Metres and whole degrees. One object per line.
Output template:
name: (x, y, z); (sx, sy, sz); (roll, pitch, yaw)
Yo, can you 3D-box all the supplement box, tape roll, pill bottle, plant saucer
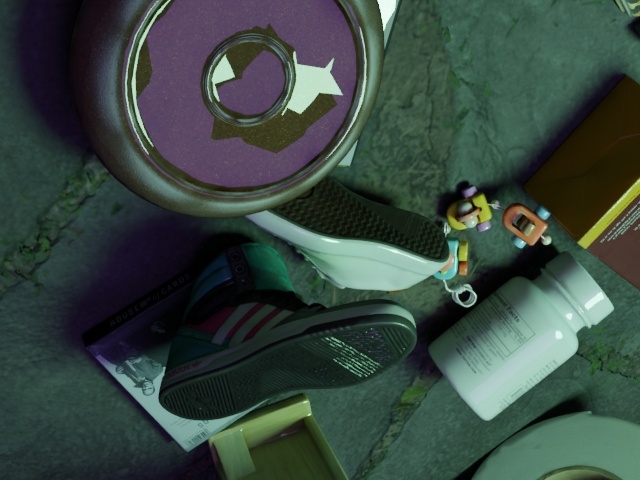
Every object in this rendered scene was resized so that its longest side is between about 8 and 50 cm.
supplement box: (0.404, -0.063, 1.251); (0.194, 0.129, 0.191); (30, 108, -39)
tape roll: (0.388, 0.443, 1.458); (0.392, 0.392, 0.072); (-37, 133, 3)
pill bottle: (0.270, 0.124, 1.325); (0.229, 0.131, 0.131); (-39, 132, 6)
plant saucer: (-0.073, -0.154, 0.917); (0.310, 0.050, 0.311); (-10, 119, -18)

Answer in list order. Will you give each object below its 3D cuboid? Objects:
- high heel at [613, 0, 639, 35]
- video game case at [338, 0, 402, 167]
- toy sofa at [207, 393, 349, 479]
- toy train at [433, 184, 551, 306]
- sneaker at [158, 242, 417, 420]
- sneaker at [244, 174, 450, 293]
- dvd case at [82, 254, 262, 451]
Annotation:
high heel: (0.396, -0.312, 1.054); (0.186, 0.093, 0.261); (-34, 150, 23)
video game case: (-0.046, -0.204, 0.972); (0.248, 0.035, 0.275); (1, 121, -27)
toy sofa: (-0.012, 0.378, 1.223); (0.150, 0.362, 0.177); (-20, 125, -13)
toy train: (0.198, 0.005, 1.214); (0.125, 0.046, 0.166); (40, 108, -1)
sneaker: (-0.037, 0.076, 1.064); (0.295, 0.178, 0.124); (-18, 137, 22)
sneaker: (0.000, 0.000, 1.113); (0.290, 0.106, 0.123); (23, 136, -26)
dvd case: (-0.148, 0.144, 1.197); (0.179, 0.029, 0.239); (-32, 133, -2)
